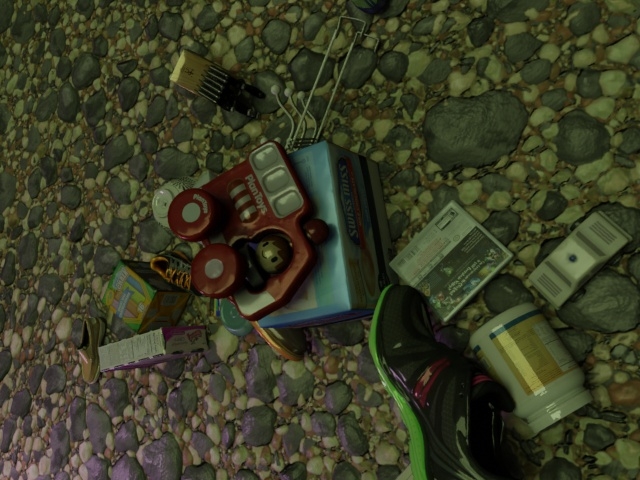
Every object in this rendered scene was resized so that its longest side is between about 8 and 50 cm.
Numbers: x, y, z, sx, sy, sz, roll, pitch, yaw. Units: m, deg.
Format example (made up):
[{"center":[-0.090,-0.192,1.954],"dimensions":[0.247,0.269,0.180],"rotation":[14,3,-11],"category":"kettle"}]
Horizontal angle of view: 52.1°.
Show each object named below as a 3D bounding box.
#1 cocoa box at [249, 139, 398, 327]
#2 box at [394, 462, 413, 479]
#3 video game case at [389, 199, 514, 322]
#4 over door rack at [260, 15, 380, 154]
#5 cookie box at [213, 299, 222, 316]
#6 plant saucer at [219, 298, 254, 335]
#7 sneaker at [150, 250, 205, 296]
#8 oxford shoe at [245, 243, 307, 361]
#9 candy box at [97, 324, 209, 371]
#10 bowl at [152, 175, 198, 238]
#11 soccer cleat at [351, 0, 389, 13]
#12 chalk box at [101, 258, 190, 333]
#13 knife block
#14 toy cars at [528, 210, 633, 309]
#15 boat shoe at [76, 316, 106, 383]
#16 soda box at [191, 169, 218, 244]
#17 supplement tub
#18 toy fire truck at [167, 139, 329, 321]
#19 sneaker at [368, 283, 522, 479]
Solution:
[{"center":[0.000,0.000,1.387],"dimensions":[0.231,0.228,0.347],"rotation":[-15,77,30],"category":"cocoa box"},{"center":[0.273,0.547,1.217],"dimensions":[0.311,0.121,0.148],"rotation":[45,108,28],"category":"box"},{"center":[0.261,0.041,1.323],"dimensions":[0.190,0.022,0.173],"rotation":[-46,63,7],"category":"video game case"},{"center":[-0.010,-0.336,1.421],"dimensions":[0.108,0.239,0.324],"rotation":[35,105,4],"category":"over door rack"},{"center":[-0.210,0.143,1.612],"dimensions":[0.107,0.040,0.092],"rotation":[-2,85,32],"category":"cookie box"},{"center":[-0.201,0.171,1.568],"dimensions":[0.119,0.021,0.119],"rotation":[-1,88,32],"category":"plant saucer"},{"center":[-0.351,0.090,1.671],"dimensions":[0.215,0.083,0.084],"rotation":[23,106,38],"category":"sneaker"},{"center":[-0.107,0.102,1.505],"dimensions":[0.132,0.130,0.364],"rotation":[-37,66,19],"category":"oxford shoe"},{"center":[-0.425,0.274,1.663],"dimensions":[0.233,0.159,0.071],"rotation":[-18,76,28],"category":"candy box"},{"center":[-0.390,-0.094,1.730],"dimensions":[0.170,0.080,0.170],"rotation":[-4,82,31],"category":"bowl"},{"center":[0.065,-0.642,1.482],"dimensions":[0.093,0.121,0.289],"rotation":[-34,68,25],"category":"soccer cleat"},{"center":[-0.474,0.137,1.726],"dimensions":[0.213,0.132,0.132],"rotation":[32,101,32],"category":"chalk box"},{"center":[-0.260,-0.400,1.694],"dimensions":[0.088,0.242,0.276],"rotation":[-61,15,10],"category":"knife block"},{"center":[0.548,0.023,1.126],"dimensions":[0.393,0.087,0.177],"rotation":[-7,80,31],"category":"toy cars"},{"center":[-0.662,0.312,1.857],"dimensions":[0.068,0.072,0.190],"rotation":[-1,84,32],"category":"boat shoe"},{"center":[-0.265,-0.075,1.602],"dimensions":[0.074,0.069,0.216],"rotation":[-43,36,22],"category":"soda box"},{"center":[0.377,0.227,1.175],"dimensions":[0.144,0.144,0.200],"rotation":[-40,66,22],"category":"supplement tub"},{"center":[-0.123,-0.017,1.249],"dimensions":[0.254,0.169,0.302],"rotation":[-31,68,9],"category":"toy fire truck"},{"center":[0.236,0.276,1.183],"dimensions":[0.202,0.185,0.483],"rotation":[-38,51,25],"category":"sneaker"}]
